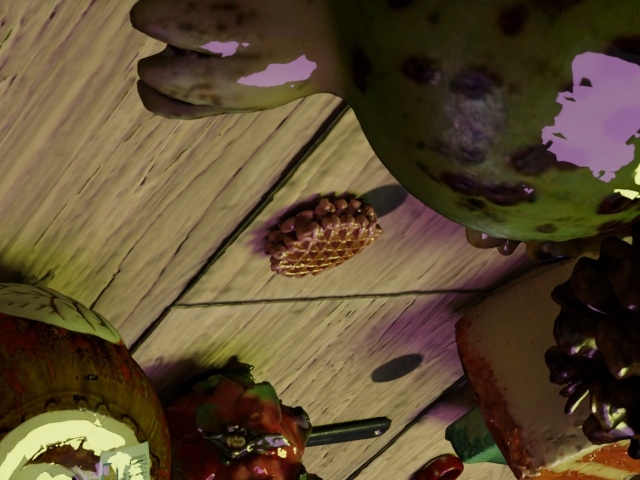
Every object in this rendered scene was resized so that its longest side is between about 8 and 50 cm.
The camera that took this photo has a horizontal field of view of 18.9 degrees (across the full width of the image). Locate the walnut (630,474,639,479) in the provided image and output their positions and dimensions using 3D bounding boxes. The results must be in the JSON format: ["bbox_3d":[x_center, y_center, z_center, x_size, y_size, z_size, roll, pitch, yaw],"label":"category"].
[{"bbox_3d":[0.374,0.347,2.072,0.248,0.248,0.248,-19,155,-9],"label":"walnut"}]

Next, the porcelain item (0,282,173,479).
[{"bbox_3d":[-0.226,0.139,1.229,0.253,0.253,0.253,-19,155,-9],"label":"porcelain item"}]

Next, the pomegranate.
[{"bbox_3d":[0.069,-0.129,0.932,0.305,0.242,0.242,17,143,-10],"label":"pomegranate"}]

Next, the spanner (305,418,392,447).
[{"bbox_3d":[-0.019,0.170,1.656,0.208,0.012,0.046,-3,147,-38],"label":"spanner"}]

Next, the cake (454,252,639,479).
[{"bbox_3d":[0.244,0.152,1.545,0.158,0.160,0.262,-31,125,16],"label":"cake"}]

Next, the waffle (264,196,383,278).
[{"bbox_3d":[0.000,0.000,1.314,0.083,0.029,0.075,-27,155,14],"label":"waffle"}]

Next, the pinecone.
[{"bbox_3d":[0.287,0.060,1.321,0.272,0.224,0.224,-18,156,9],"label":"pinecone"}]

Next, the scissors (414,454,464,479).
[{"bbox_3d":[0.061,0.286,1.956,0.144,0.017,0.248,-16,156,-15],"label":"scissors"}]

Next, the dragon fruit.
[{"bbox_3d":[-0.095,0.190,1.484,0.135,0.137,0.236,-13,157,-49],"label":"dragon fruit"}]

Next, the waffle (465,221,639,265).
[{"bbox_3d":[0.245,-0.077,1.330,0.329,0.062,0.329,-18,156,-8],"label":"waffle"}]

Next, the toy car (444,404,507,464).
[{"bbox_3d":[0.273,0.118,1.702,0.320,0.097,0.141,-34,154,22],"label":"toy car"}]
